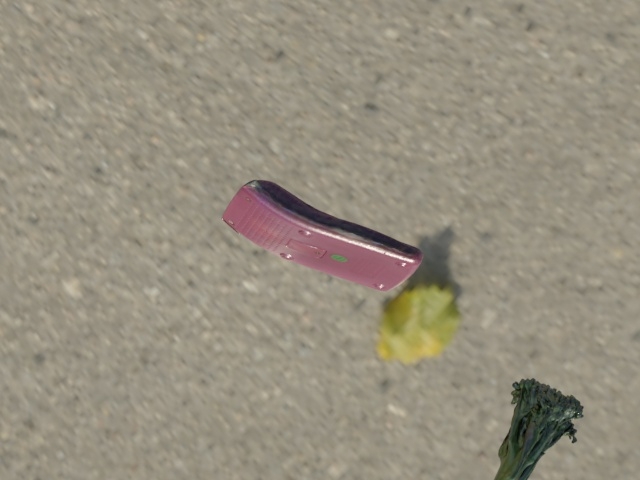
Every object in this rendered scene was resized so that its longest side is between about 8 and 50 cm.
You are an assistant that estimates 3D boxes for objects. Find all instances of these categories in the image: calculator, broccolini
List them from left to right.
[{"bbox_3d":[0.000,0.000,1.752,0.190,0.126,0.034,23,69,-6],"label":"calculator"},{"bbox_3d":[0.144,0.215,1.486,0.067,0.058,0.216,33,76,-17],"label":"broccolini"}]
